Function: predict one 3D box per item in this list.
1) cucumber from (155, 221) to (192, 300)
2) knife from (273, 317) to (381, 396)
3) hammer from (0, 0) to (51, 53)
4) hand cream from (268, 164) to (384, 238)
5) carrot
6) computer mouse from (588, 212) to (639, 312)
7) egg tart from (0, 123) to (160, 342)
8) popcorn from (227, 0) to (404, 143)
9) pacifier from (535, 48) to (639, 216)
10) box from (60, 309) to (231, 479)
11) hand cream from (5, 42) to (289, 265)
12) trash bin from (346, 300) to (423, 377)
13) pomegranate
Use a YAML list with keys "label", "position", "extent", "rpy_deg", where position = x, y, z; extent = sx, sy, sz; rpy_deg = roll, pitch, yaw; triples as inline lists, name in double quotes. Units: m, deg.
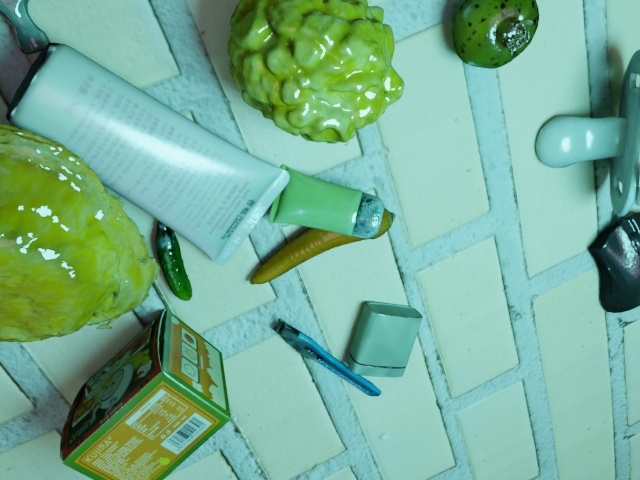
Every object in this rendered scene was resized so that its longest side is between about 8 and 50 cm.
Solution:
- label: "cucumber"
  position: [-0.235, 0.032, 0.733]
  extent: [0.037, 0.037, 0.155]
  rpy_deg: [-14, 114, -11]
- label: "knife"
  position: [0.019, 0.231, 0.886]
  extent: [0.044, 0.026, 0.296]
  rpy_deg: [-32, 121, 33]
- label: "hammer"
  position: [-0.291, -0.337, 0.568]
  extent: [0.226, 0.041, 0.159]
  rpy_deg: [-19, 117, -8]
- label: "hand cream"
  position: [0.012, -0.054, 0.736]
  extent: [0.174, 0.046, 0.095]
  rpy_deg: [14, 93, 8]
- label: "carrot"
  position: [-0.001, 0.000, 0.781]
  extent: [0.270, 0.066, 0.062]
  rpy_deg: [-21, 72, -5]
- label: "computer mouse"
  position: [0.660, 0.055, 0.981]
  extent: [0.147, 0.088, 0.264]
  rpy_deg: [-33, 113, -4]
- label: "egg tart"
  position: [-0.407, 0.022, 0.577]
  extent: [0.339, 0.153, 0.352]
  rpy_deg: [-9, 136, -4]
- label: "popcorn"
  position: [-0.005, -0.241, 0.613]
  extent: [0.234, 0.217, 0.181]
  rpy_deg: [-1, 138, -22]
- label: "pacifier"
  position: [0.486, -0.176, 0.806]
  extent: [0.207, 0.227, 0.279]
  rpy_deg: [5, 115, 25]
- label: "box"
  position: [-0.266, 0.248, 0.730]
  extent: [0.195, 0.177, 0.148]
  rpy_deg: [-42, 117, 3]
- label: "hand cream"
  position: [-0.226, -0.114, 0.649]
  extent: [0.358, 0.118, 0.186]
  rpy_deg: [34, 97, -32]
- label: "trash bin"
  position: [0.122, 0.189, 0.886]
  extent: [0.115, 0.059, 0.130]
  rpy_deg: [9, 107, -21]
- label: "pomegranate"
  position: [0.262, -0.314, 0.693]
  extent: [0.130, 0.130, 0.131]
  rpy_deg: [-6, 112, -14]
